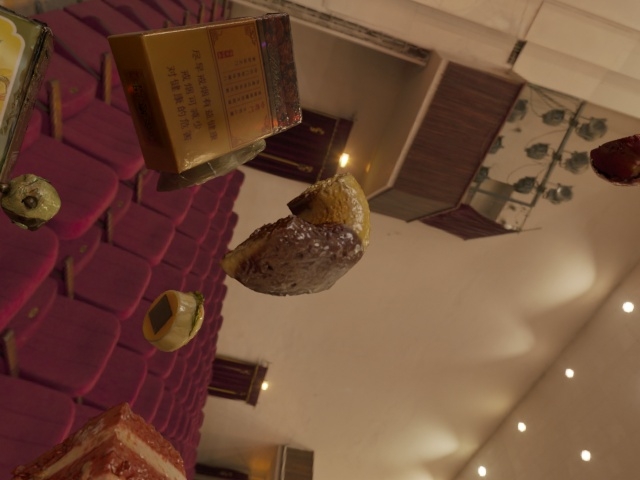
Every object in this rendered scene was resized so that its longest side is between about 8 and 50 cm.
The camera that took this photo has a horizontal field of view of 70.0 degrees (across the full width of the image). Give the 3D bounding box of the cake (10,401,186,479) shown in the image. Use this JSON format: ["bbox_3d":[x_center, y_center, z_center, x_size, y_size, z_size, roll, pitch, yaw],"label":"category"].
[{"bbox_3d":[-0.445,0.551,0.923,0.270,0.270,0.319,-34,-153,-6],"label":"cake"}]

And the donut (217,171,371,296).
[{"bbox_3d":[0.000,0.000,0.693,0.112,0.151,0.295,-33,-172,41],"label":"donut"}]

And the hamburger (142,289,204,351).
[{"bbox_3d":[-0.296,0.161,0.942,0.127,0.081,0.141,24,-100,46],"label":"hamburger"}]

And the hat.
[{"bbox_3d":[-0.445,-0.064,0.691,0.076,0.077,0.059,-41,162,-11],"label":"hat"}]

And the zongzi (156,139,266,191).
[{"bbox_3d":[-0.388,-0.253,1.263,0.174,0.393,0.356,67,11,10],"label":"zongzi"}]

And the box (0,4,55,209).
[{"bbox_3d":[-0.735,-0.257,0.802,0.138,0.373,0.419,23,-87,64],"label":"box"}]

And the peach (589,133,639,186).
[{"bbox_3d":[0.699,-0.188,1.059,0.172,0.093,0.127,31,-48,57],"label":"peach"}]

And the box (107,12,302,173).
[{"bbox_3d":[-0.212,-0.334,0.996,0.415,0.116,0.264,-39,130,-44],"label":"box"}]
